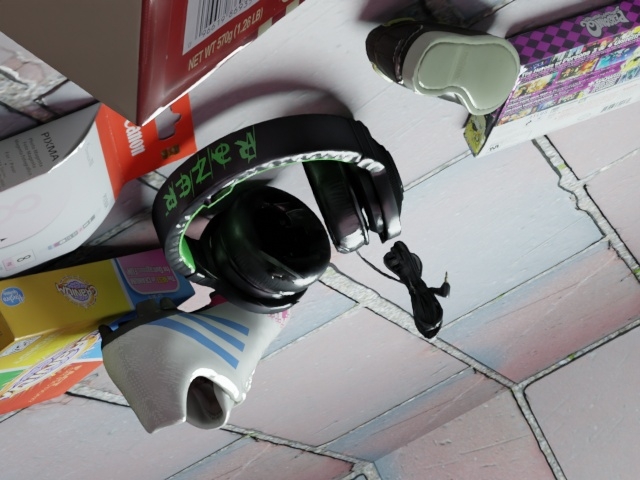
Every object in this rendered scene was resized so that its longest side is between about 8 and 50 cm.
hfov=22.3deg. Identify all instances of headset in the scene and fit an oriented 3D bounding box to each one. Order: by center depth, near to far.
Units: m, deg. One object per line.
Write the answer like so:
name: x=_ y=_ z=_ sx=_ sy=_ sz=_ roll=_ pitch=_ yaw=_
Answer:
headset: x=0.000 y=0.000 z=1.711 sx=0.243 sy=0.185 sz=0.394 roll=-34 pitch=152 yaw=22

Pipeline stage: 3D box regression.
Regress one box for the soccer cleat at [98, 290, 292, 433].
soccer cleat: x=-0.119 y=0.131 z=1.749 sx=0.116 sy=0.143 sz=0.331 roll=-29 pitch=171 yaw=27

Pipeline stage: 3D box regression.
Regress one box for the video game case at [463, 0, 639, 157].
video game case: x=0.286 y=-0.187 z=1.803 sx=0.232 sy=0.042 sz=0.210 roll=-20 pitch=160 yaw=-17

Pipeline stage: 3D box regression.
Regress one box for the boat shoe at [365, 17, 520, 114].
boat shoe: x=0.124 y=-0.176 z=1.596 sx=0.227 sy=0.068 sz=0.081 roll=5 pitch=109 yaw=-59

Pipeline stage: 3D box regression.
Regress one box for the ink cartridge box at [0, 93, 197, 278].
ink cartridge box: x=-0.218 y=-0.056 z=1.496 sx=0.232 sy=0.066 sz=0.189 roll=-19 pitch=160 yaw=-8

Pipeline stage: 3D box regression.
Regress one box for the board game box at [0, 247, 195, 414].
board game box: x=-0.310 y=0.111 z=1.708 sx=0.242 sy=0.064 sz=0.316 roll=-36 pitch=169 yaw=28

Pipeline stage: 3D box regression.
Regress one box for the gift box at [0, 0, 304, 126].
gift box: x=-0.114 y=-0.227 z=0.778 sx=0.255 sy=0.258 sz=0.276 roll=-40 pitch=158 yaw=-39
